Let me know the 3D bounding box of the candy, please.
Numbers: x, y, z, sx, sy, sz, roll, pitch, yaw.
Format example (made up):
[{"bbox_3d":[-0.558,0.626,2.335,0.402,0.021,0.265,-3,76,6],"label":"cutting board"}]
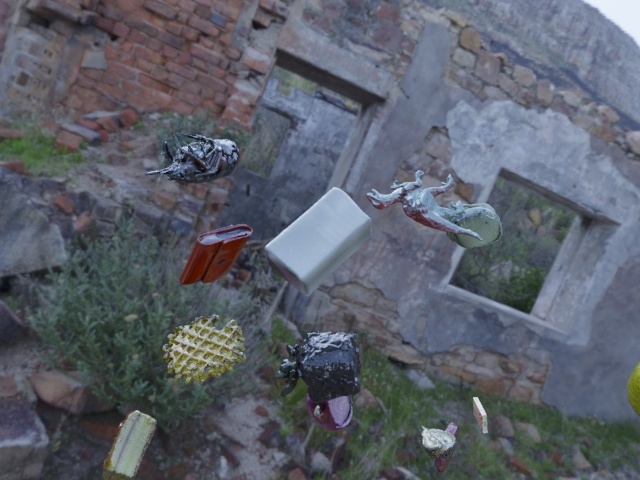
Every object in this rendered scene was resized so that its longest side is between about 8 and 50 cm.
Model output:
[{"bbox_3d":[-0.002,-0.002,1.576,0.208,0.358,0.145,41,-19,24],"label":"candy"}]

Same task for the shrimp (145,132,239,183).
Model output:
[{"bbox_3d":[-0.370,-0.234,1.308,0.172,0.137,0.372,13,12,26],"label":"shrimp"}]

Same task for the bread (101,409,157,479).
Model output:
[{"bbox_3d":[-0.597,0.643,1.423,0.110,0.234,0.184,25,48,-11],"label":"bread"}]

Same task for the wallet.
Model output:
[{"bbox_3d":[-0.264,0.041,1.150,0.142,0.204,0.045,-15,66,-38],"label":"wallet"}]

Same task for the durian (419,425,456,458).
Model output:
[{"bbox_3d":[0.345,0.616,1.390,0.110,0.071,0.140,-1,8,-24],"label":"durian"}]

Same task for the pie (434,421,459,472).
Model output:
[{"bbox_3d":[0.459,0.750,1.667,0.049,0.183,0.182,19,4,25],"label":"pie"}]

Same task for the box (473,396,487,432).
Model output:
[{"bbox_3d":[0.462,0.504,1.333,0.015,0.058,0.093,-7,12,4],"label":"box"}]

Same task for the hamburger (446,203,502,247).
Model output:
[{"bbox_3d":[0.406,-0.037,1.222,0.139,0.133,0.062,-8,36,3],"label":"hamburger"}]

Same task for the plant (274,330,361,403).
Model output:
[{"bbox_3d":[-0.018,0.438,1.617,0.312,0.213,0.215,-3,29,12],"label":"plant"}]

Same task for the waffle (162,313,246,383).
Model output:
[{"bbox_3d":[-0.335,0.306,1.328,0.231,0.051,0.229,-16,42,-14],"label":"waffle"}]

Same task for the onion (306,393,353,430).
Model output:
[{"bbox_3d":[0.027,0.688,1.937,0.207,0.200,0.200,48,-4,-21],"label":"onion"}]

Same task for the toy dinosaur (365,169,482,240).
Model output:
[{"bbox_3d":[0.222,-0.060,0.955,0.242,0.167,0.053,58,0,32],"label":"toy dinosaur"}]

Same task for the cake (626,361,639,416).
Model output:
[{"bbox_3d":[0.933,0.405,1.158,0.260,0.156,0.179,6,28,13],"label":"cake"}]
